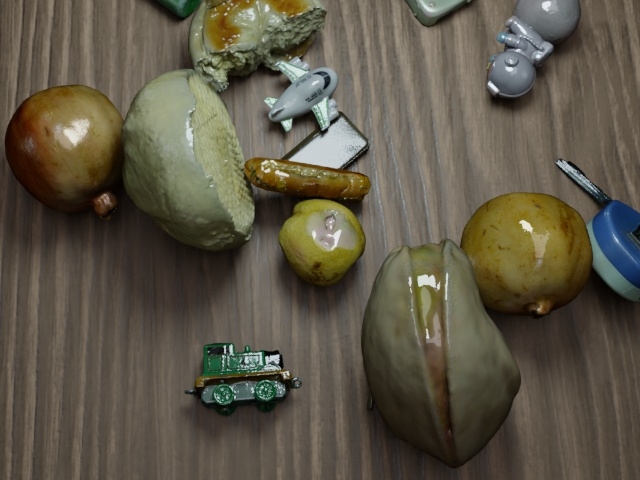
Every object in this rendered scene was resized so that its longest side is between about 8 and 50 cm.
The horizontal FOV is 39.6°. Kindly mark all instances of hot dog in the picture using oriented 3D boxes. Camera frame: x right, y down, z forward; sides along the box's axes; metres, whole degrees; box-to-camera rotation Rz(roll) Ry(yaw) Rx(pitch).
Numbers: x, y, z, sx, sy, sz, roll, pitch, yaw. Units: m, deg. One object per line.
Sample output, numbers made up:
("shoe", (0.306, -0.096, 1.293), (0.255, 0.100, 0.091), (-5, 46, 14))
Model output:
("hot dog", (-0.021, -0.121, 1.784), (0.268, 0.115, 0.072), (8, 87, -22))

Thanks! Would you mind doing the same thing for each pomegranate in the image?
("pomegranate", (-0.479, -0.161, 1.739), (0.229, 0.252, 0.270), (-26, 76, -30))
("pomegranate", (0.400, 0.031, 1.748), (0.264, 0.264, 0.264), (1, 75, -4))

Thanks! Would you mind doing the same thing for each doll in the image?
("doll", (0.454, -0.427, 1.934), (0.151, 0.151, 0.287), (31, 79, 4))

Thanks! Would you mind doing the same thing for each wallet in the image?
("wallet", (0.003, -0.178, 1.888), (0.198, 0.031, 0.110), (-40, 82, -12))

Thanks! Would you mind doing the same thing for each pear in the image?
("pear", (0.000, 0.000, 1.770), (0.178, 0.178, 0.178), (1, 75, -4))

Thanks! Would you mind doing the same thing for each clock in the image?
("clock", (0.280, -0.581, 1.997), (0.191, 0.062, 0.152), (-26, 78, -11))

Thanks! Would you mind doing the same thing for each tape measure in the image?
("tape measure", (0.590, -0.032, 1.821), (0.351, 0.098, 0.215), (49, 37, 10))

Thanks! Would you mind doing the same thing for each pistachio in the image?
("pistachio", (0.220, 0.206, 1.645), (0.281, 0.365, 0.446), (-9, 114, 9))

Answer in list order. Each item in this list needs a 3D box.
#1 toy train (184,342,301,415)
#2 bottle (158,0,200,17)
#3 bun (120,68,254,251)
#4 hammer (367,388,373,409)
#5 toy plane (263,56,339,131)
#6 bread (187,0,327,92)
("toy train", (-0.152, 0.264, 1.733), (0.227, 0.091, 0.136), (-6, 66, -6))
("bottle", (-0.404, -0.616, 1.939), (0.330, 0.093, 0.093), (39, 76, 6))
("bun", (-0.264, -0.136, 1.698), (0.202, 0.364, 0.364), (-18, 77, 8))
("hammer", (0.108, 0.247, 1.781), (0.017, 0.062, 0.182), (9, 85, -8))
("toy plane", (-0.037, -0.305, 1.874), (0.173, 0.080, 0.174), (1, 83, -5))
("bread", (-0.162, -0.442, 1.872), (0.314, 0.171, 0.192), (-36, 72, -17))
